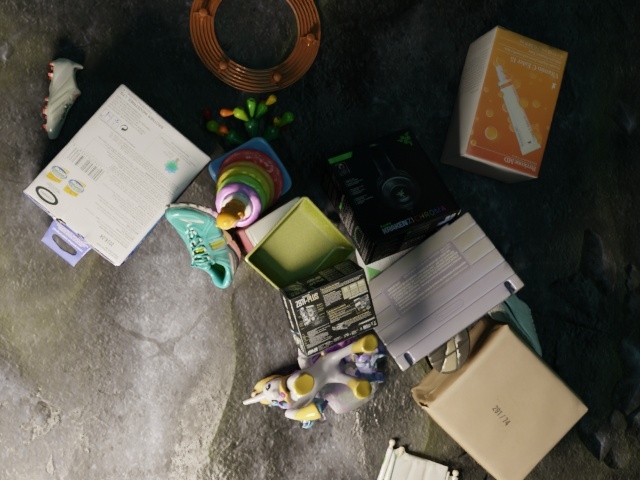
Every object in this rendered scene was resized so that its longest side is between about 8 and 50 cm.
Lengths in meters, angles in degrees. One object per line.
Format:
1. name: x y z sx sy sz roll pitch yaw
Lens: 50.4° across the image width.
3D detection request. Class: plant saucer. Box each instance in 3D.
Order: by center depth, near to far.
1. plant saucer: -0.047 0.023 1.491 0.188 0.045 0.188 -47 118 -4

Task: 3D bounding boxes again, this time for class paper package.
1. paper package: 0.459 0.412 1.765 0.309 0.168 0.325 -45 98 -2

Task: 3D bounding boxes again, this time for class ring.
1. ring: -0.161 -0.545 1.730 0.336 0.032 0.337 0 89 -14

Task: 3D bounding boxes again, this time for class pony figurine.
1. pony figurine: 0.010 0.305 1.622 0.350 0.363 0.303 -27 91 -27

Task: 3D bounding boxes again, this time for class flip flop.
1. flip flop: 0.300 0.191 1.696 0.112 0.080 0.277 -18 77 12

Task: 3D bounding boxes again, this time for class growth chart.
1. growth chart: 0.255 0.650 1.806 0.237 0.021 0.172 26 84 -11

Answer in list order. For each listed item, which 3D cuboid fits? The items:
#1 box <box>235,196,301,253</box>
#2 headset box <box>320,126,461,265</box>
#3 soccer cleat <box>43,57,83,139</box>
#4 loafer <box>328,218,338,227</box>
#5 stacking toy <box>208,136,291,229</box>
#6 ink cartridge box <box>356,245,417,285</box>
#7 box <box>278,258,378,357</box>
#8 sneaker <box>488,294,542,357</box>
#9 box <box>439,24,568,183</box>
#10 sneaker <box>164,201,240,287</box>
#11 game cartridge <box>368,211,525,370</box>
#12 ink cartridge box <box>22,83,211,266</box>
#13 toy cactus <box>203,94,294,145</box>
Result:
1. box: -0.100 -0.011 1.629 0.148 0.232 0.127 -34 97 -12
2. headset box: 0.164 -0.121 1.693 0.246 0.131 0.283 -20 67 -15
3. soccer cleat: -0.608 -0.334 1.609 0.076 0.068 0.197 7 85 -16
4. loafer: 0.000 0.000 1.754 0.039 0.045 0.125 30 76 6
5. stacking toy: -0.181 -0.099 1.563 0.175 0.302 0.166 -26 111 17
6. ink cartridge box: 0.208 0.043 1.770 0.212 0.093 0.155 -14 92 -10
7. box: 0.018 0.146 1.487 0.180 0.077 0.148 -23 113 -16
8. sneaker: 0.546 0.229 1.852 0.094 0.090 0.235 -39 104 -33
9. box: 0.482 -0.349 1.801 0.214 0.168 0.346 15 86 -12
10. sneaker: -0.268 0.009 1.586 0.106 0.275 0.110 -8 51 24
11. game cartridge: 0.277 0.120 1.640 0.355 0.068 0.230 -37 71 8
12. ink cartridge box: -0.486 -0.123 1.587 0.270 0.151 0.395 40 80 -8
13. toy cactus: -0.175 -0.267 1.700 0.218 0.112 0.181 -10 110 -15
